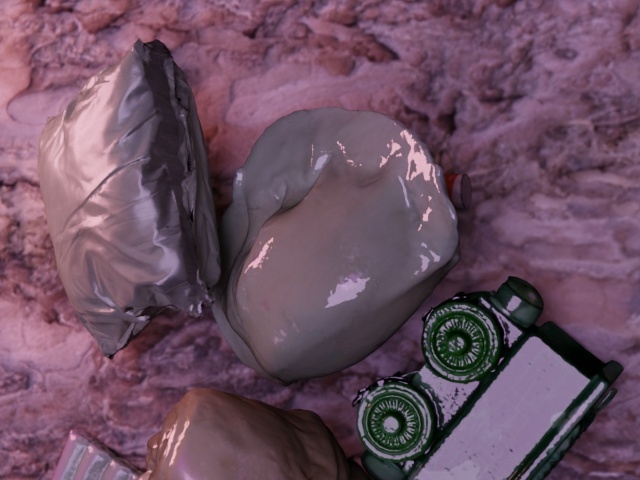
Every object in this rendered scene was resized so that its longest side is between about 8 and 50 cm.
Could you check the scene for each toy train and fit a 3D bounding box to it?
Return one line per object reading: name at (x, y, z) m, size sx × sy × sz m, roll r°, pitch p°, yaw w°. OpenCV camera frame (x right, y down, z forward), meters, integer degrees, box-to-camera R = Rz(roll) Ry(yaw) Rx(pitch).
toy train at (0.165, 0.170, 1.614) m, size 0.202 × 0.145 × 0.266 m, roll 40°, pitch 104°, yaw 12°

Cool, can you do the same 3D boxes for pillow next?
pillow at (-0.219, -0.035, 1.732) m, size 0.283 × 0.138 × 0.310 m, roll -23°, pitch 78°, yaw 54°

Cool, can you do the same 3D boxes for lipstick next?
lipstick at (0.097, -0.052, 1.692) m, size 0.131 × 0.038 × 0.038 m, roll -1°, pitch 90°, yaw 21°

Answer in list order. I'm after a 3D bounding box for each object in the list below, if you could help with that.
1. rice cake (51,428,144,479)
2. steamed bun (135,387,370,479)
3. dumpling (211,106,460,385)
rice cake at (-0.262, 0.351, 1.829) m, size 0.189 × 0.037 × 0.198 m, roll 33°, pitch 101°, yaw 17°
steamed bun at (-0.053, 0.317, 1.630) m, size 0.247 × 0.339 × 0.352 m, roll -28°, pitch 83°, yaw -25°
dumpling at (0.014, 0.026, 1.640) m, size 0.321 × 0.212 × 0.270 m, roll -33°, pitch 42°, yaw 9°
